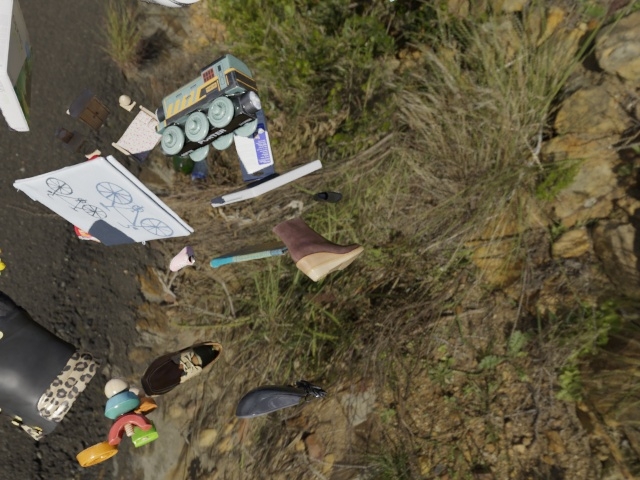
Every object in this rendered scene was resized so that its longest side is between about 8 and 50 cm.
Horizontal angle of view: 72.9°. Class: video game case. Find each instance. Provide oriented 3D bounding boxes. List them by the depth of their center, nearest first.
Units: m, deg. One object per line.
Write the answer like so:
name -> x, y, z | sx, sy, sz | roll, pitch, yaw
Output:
video game case -> -0.205, -0.214, 1.623 | 0.329, 0.300, 0.036 | -31, 106, -39

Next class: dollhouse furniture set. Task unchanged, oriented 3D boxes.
dollhouse furniture set -> -0.754, -0.390, 1.650 | 0.356, 0.174, 0.303 | 34, 84, -3

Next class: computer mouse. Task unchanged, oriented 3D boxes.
computer mouse -> -0.134, 0.474, 1.340 | 0.273, 0.188, 0.072 | -8, 83, -26

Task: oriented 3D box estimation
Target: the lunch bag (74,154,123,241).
lunch bag -> -0.814, -0.137, 1.583 | 0.120, 0.293, 0.258 | 16, 46, -1

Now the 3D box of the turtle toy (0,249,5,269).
turtle toy -> -1.028, 0.080, 1.333 | 0.066, 0.095, 0.130 | -16, 91, -60

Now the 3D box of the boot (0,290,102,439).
boot -> -0.636, 0.288, 0.799 | 0.284, 0.138, 0.377 | 41, 79, -23

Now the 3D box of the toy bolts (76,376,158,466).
toy bolts -> -0.551, 0.471, 1.164 | 0.219, 0.228, 0.158 | -15, 62, -29

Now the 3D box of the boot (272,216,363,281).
boot -> 0.000, 0.000, 1.312 | 0.249, 0.090, 0.206 | -23, 69, -43

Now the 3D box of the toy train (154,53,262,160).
toy train -> -0.304, -0.341, 1.148 | 0.142, 0.334, 0.190 | 4, 70, -60

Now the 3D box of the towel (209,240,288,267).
towel -> -0.241, 0.046, 1.802 | 0.371, 0.040, 0.271 | -9, 8, 30

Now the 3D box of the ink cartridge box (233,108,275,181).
ink cartridge box -> -0.325, -0.460, 2.107 | 0.166, 0.065, 0.332 | -9, 97, 3

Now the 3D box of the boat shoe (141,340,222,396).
boat shoe -> -0.469, 0.426, 1.510 | 0.122, 0.120, 0.324 | 63, 27, 2

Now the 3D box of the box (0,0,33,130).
box -> -0.868, -0.507, 1.218 | 0.059, 0.232, 0.321 | -2, 66, -22

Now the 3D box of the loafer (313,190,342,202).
loafer -> 0.039, -0.212, 2.112 | 0.148, 0.050, 0.056 | -6, 87, -14

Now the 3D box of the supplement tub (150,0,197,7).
supplement tub -> -0.486, -0.847, 1.324 | 0.236, 0.235, 0.325 | -27, 42, -30

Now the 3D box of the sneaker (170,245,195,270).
sneaker -> -0.583, 0.090, 1.840 | 0.134, 0.051, 0.070 | -48, 51, 6

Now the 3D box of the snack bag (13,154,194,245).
snack bag -> -0.566, -0.087, 1.155 | 0.343, 0.323, 0.037 | -8, 55, 25
